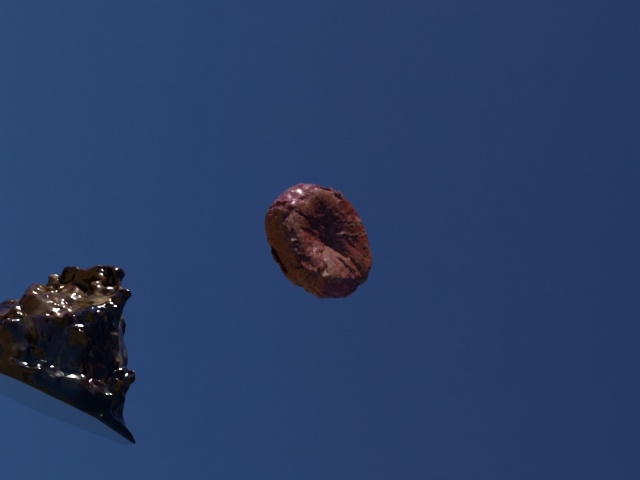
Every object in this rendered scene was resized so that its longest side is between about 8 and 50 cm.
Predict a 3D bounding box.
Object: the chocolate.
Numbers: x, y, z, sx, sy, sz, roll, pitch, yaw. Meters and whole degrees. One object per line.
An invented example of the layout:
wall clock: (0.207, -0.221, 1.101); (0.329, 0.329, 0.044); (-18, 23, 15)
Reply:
chocolate: (-0.284, 0.096, 2.054); (0.224, 0.177, 0.206); (15, -17, 28)

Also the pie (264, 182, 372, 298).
pie: (0.000, 0.000, 2.142); (0.038, 0.153, 0.153); (-29, -96, 37)
